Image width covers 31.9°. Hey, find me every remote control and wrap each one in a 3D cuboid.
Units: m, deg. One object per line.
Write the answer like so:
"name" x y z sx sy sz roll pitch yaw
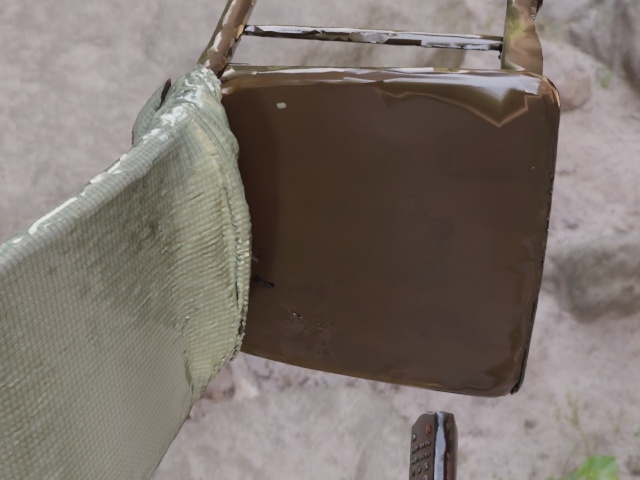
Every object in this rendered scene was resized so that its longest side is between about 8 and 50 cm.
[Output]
"remote control" 0.082 0.230 0.816 0.028 0.059 0.212 8 67 -12

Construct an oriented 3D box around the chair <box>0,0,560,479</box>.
"chair" 0.000 0.000 0.465 0.186 0.160 0.319 7 33 7
